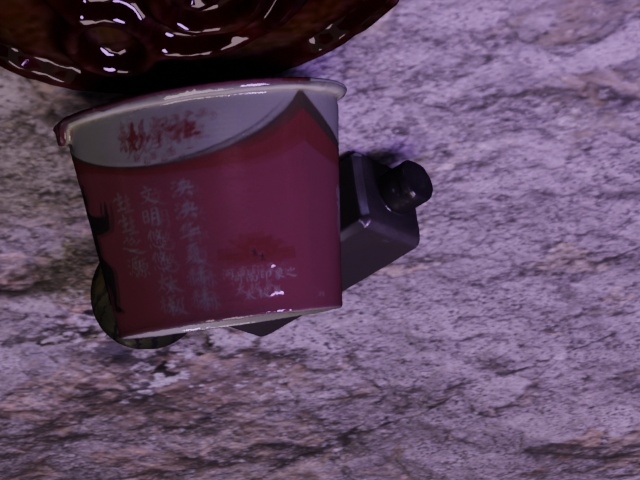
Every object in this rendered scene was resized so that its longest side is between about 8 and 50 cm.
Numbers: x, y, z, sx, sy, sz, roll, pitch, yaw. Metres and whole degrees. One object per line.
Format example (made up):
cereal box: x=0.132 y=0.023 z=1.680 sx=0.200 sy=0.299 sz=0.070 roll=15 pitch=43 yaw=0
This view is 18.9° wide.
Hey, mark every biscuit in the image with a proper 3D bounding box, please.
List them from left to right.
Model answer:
biscuit: x=-0.107 y=-0.230 z=1.330 sx=0.407 sy=0.091 sz=0.407 roll=-5 pitch=148 yaw=-3

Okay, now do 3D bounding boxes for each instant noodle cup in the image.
instant noodle cup: x=-0.083 y=-0.022 z=1.515 sx=0.234 sy=0.179 sz=0.235 roll=-8 pitch=177 yaw=0

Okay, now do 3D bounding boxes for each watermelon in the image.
watermelon: x=-0.160 y=0.052 z=1.770 sx=0.105 sy=0.105 sz=0.133 roll=-2 pitch=160 yaw=-9

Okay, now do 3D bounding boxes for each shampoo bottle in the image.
shampoo bottle: x=0.000 y=0.000 z=1.736 sx=0.079 sy=0.080 sz=0.246 roll=21 pitch=139 yaw=-41
